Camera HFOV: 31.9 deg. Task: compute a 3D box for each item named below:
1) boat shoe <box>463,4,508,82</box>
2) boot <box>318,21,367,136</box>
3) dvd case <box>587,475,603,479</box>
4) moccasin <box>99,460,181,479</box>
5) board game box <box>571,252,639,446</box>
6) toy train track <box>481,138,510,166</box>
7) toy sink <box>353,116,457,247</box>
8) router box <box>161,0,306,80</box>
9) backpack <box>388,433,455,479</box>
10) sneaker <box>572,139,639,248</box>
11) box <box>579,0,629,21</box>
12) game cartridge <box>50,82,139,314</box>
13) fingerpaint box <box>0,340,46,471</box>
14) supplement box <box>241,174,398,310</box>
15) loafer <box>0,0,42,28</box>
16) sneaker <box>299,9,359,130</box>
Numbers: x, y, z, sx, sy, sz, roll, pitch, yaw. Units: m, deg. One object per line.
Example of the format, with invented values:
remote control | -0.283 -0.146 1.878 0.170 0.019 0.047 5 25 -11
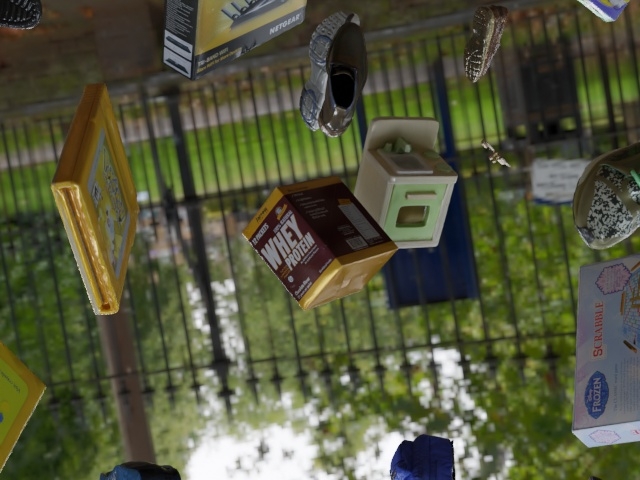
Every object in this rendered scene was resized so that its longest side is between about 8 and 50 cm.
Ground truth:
boat shoe | 0.327 -0.384 2.194 0.060 0.064 0.178 -16 143 -21
boot | 0.050 -0.300 1.980 0.082 0.219 0.106 11 166 -7
dvd case | 0.450 0.550 1.947 0.030 0.179 0.238 21 -151 -1
moccasin | -0.323 0.466 1.987 0.117 0.137 0.342 -1 166 -20
board game box | 0.557 0.151 1.751 0.318 0.318 0.066 -15 137 34
toy train track | 0.232 -0.118 1.520 0.014 0.048 0.083 -44 -157 10
toy sink | 0.168 -0.111 2.207 0.153 0.234 0.131 -2 -148 -24
router box | -0.137 -0.446 1.933 0.081 0.243 0.309 32 -133 23
backpack | 0.165 0.389 1.817 0.101 0.098 0.120 7 -142 -6
sneaker | 0.633 -0.134 2.050 0.410 0.158 0.182 -38 -173 -17
box | 0.451 -0.431 1.684 0.105 0.179 0.043 35 -179 -11
game cartridge | -0.386 -0.078 1.978 0.053 0.285 0.323 -5 -142 6
fingerpaint box | -0.622 0.200 1.456 0.163 0.445 0.371 -17 -145 30
supplement box | 0.000 0.000 2.082 0.191 0.194 0.129 -15 151 -53
loafer | -0.540 -0.386 1.737 0.220 0.080 0.078 18 180 -14
sneaker | 0.041 -0.389 2.544 0.129 0.297 0.111 -8 -136 -29
